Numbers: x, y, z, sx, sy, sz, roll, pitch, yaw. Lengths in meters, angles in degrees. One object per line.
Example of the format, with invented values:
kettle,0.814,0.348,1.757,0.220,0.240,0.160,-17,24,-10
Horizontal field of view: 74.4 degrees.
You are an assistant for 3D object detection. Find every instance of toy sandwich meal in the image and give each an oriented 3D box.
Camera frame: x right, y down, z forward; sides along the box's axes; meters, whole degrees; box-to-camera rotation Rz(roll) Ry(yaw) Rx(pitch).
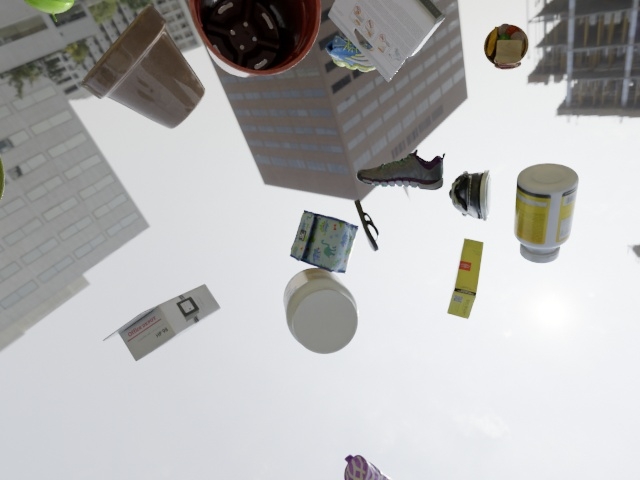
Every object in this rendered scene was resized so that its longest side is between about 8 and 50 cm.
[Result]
toy sandwich meal,0.334,-0.350,0.756,0.085,0.086,0.029,-14,178,10

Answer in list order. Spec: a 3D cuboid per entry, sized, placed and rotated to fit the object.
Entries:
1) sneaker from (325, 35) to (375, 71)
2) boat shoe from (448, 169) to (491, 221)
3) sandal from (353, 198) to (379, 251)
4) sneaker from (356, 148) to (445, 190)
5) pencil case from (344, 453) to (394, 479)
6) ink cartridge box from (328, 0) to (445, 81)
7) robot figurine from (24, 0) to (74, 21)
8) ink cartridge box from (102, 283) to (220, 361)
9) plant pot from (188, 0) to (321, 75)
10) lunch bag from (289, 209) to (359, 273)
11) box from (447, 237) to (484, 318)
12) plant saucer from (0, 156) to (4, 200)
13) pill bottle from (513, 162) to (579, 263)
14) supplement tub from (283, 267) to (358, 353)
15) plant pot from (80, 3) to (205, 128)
sneaker,0.111,-0.668,1.501,0.240,0.126,0.091,20,-85,43
boat shoe,0.340,-0.102,0.962,0.091,0.115,0.302,4,-177,21
sandal,0.189,-0.071,1.670,0.054,0.097,0.255,-19,-126,5
sneaker,0.206,-0.189,1.084,0.223,0.098,0.083,5,-160,9
pencil case,0.147,0.630,1.080,0.086,0.206,0.088,-40,-155,8
ink cartridge box,0.169,-0.616,1.152,0.060,0.275,0.239,-44,-178,-25
robot figurine,-0.330,-0.331,0.507,0.101,0.115,0.067,33,-149,4
ink cartridge box,-0.270,0.146,0.739,0.104,0.060,0.180,-33,178,19
plant pot,-0.166,-0.507,0.981,0.272,0.273,0.265,-28,-162,-10
lunch bag,0.000,0.000,1.036,0.151,0.096,0.129,18,-89,34
box,0.389,0.095,1.122,0.058,0.087,0.232,14,-139,17
plant saucer,-0.596,-0.096,0.596,0.241,0.241,0.037,-42,-154,-28
pill bottle,0.433,-0.048,0.821,0.103,0.184,0.103,-9,-145,7
supplement tub,-0.004,0.233,1.447,0.240,0.241,0.331,-24,-172,-4
plant pot,-0.431,-0.417,1.084,0.263,0.229,0.263,-30,-142,26
